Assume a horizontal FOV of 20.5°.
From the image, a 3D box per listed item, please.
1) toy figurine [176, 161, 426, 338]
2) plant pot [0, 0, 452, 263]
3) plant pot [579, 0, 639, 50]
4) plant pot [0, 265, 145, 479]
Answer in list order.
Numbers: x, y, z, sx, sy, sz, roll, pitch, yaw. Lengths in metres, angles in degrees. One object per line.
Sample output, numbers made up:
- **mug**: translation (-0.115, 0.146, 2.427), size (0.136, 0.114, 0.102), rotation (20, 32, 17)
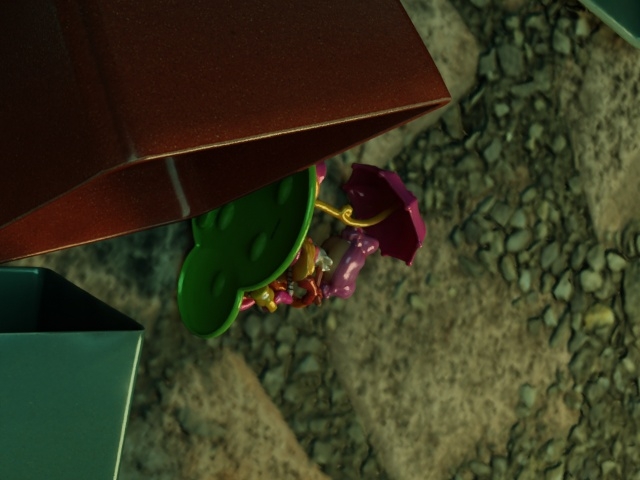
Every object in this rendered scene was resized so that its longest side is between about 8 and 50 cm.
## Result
- **toy figurine**: translation (0.000, 0.000, 1.270), size (0.159, 0.130, 0.173), rotation (11, 111, -41)
- **plant pot**: translation (-0.130, -0.136, 1.069), size (0.267, 0.267, 0.235), rotation (-15, 85, -45)
- **plant pot**: translation (0.287, -0.333, 1.334), size (0.248, 0.247, 0.252), rotation (33, 61, -29)
- **plant pot**: translation (-0.228, 0.148, 1.106), size (0.166, 0.165, 0.234), rotation (1, 102, -32)
